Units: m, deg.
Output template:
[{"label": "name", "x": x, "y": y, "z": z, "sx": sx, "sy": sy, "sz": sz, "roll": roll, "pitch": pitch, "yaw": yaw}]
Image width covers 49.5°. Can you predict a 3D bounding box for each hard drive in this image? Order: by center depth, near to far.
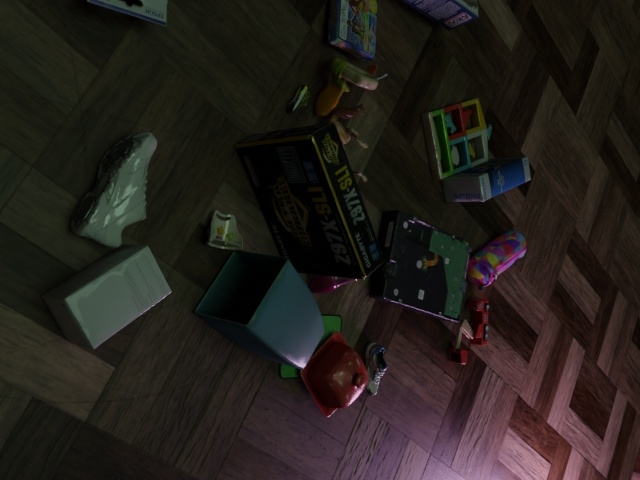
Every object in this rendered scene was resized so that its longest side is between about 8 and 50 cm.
[{"label": "hard drive", "x": 0.277, "y": 0.076, "z": 1.881, "sx": 0.338, "sy": 0.064, "sz": 0.237, "roll": 19, "pitch": 78, "yaw": -41}]

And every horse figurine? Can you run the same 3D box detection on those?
[{"label": "horse figurine", "x": 0.048, "y": -0.207, "z": 1.650, "sx": 0.174, "sy": 0.066, "sz": 0.264, "roll": 13, "pitch": 77, "yaw": -49}]

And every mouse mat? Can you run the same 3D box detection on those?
[{"label": "mouse mat", "x": -0.021, "y": 0.250, "z": 1.647, "sx": 0.189, "sy": 0.007, "sz": 0.153, "roll": 8, "pitch": 85, "yaw": -44}]

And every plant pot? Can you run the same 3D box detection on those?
[{"label": "plant pot", "x": -0.106, "y": 0.163, "z": 1.467, "sx": 0.234, "sy": 0.165, "sz": 0.166, "roll": 52, "pitch": 58, "yaw": -38}]

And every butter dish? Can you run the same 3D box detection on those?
[{"label": "butter dish", "x": 0.057, "y": 0.322, "z": 1.636, "sx": 0.160, "sy": 0.118, "sz": 0.160, "roll": -43, "pitch": 118, "yaw": -33}]

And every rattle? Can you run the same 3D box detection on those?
[{"label": "rattle", "x": 0.079, "y": -0.366, "z": 1.694, "sx": 0.199, "sy": 0.130, "sz": 0.143, "roll": -33, "pitch": 136, "yaw": -70}]

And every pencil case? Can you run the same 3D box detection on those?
[{"label": "pencil case", "x": 0.533, "y": 0.055, "z": 2.095, "sx": 0.236, "sy": 0.104, "sz": 0.105, "roll": -34, "pitch": 113, "yaw": -38}]

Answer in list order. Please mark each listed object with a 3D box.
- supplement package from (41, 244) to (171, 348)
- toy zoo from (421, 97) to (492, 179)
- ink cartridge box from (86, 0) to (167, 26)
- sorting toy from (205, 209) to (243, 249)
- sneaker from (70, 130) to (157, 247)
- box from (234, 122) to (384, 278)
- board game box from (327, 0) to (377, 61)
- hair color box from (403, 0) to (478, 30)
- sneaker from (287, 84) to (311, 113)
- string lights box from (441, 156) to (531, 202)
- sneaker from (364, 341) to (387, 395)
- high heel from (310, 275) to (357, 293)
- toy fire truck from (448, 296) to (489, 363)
[{"label": "supplement package", "x": -0.381, "y": 0.096, "z": 1.243, "sx": 0.179, "sy": 0.105, "sz": 0.105, "roll": -38, "pitch": 116, "yaw": -36}, {"label": "toy zoo", "x": 0.408, "y": -0.302, "z": 2.017, "sx": 0.293, "sy": 0.030, "sz": 0.192, "roll": -24, "pitch": 106, "yaw": -40}, {"label": "ink cartridge box", "x": -0.357, "y": -0.572, "z": 1.282, "sx": 0.165, "sy": 0.065, "sz": 0.333, "roll": 7, "pitch": 84, "yaw": -43}, {"label": "sorting toy", "x": -0.204, "y": -0.023, "z": 1.451, "sx": 0.083, "sy": 0.044, "sz": 0.075, "roll": 17, "pitch": 72, "yaw": -41}, {"label": "sneaker", "x": -0.360, "y": -0.091, "z": 1.284, "sx": 0.115, "sy": 0.090, "sz": 0.232, "roll": 40, "pitch": 74, "yaw": -43}, {"label": "box", "x": -0.025, "y": -0.079, "z": 1.468, "sx": 0.079, "sy": 0.257, "sz": 0.322, "roll": -37, "pitch": 116, "yaw": -36}, {"label": "board game box", "x": 0.081, "y": -0.555, "z": 1.691, "sx": 0.136, "sy": 0.035, "sz": 0.201, "roll": 15, "pitch": 74, "yaw": -42}, {"label": "hair color box", "x": 0.271, "y": -0.706, "z": 1.813, "sx": 0.347, "sy": 0.105, "sz": 0.174, "roll": 14, "pitch": 69, "yaw": -42}, {"label": "sneaker", "x": -0.045, "y": -0.320, "z": 1.597, "sx": 0.035, "sy": 0.031, "sz": 0.083, "roll": 45, "pitch": 62, "yaw": -34}, {"label": "string lights box", "x": 0.486, "y": -0.178, "z": 2.022, "sx": 0.259, "sy": 0.133, "sz": 0.077, "roll": -22, "pitch": 106, "yaw": -41}, {"label": "sneaker", "x": 0.139, "y": 0.328, "z": 1.761, "sx": 0.052, "sy": 0.058, "sz": 0.135, "roll": 1, "pitch": 91, "yaw": -43}, {"label": "high heel", "x": 0.000, "y": 0.000, "z": 1.638, "sx": 0.082, "sy": 0.117, "sz": 0.244, "roll": -20, "pitch": 94, "yaw": -86}, {"label": "toy fire truck", "x": 0.438, "y": 0.263, "z": 2.045, "sx": 0.135, "sy": 0.047, "sz": 0.192, "roll": 5, "pitch": 87, "yaw": -41}]
